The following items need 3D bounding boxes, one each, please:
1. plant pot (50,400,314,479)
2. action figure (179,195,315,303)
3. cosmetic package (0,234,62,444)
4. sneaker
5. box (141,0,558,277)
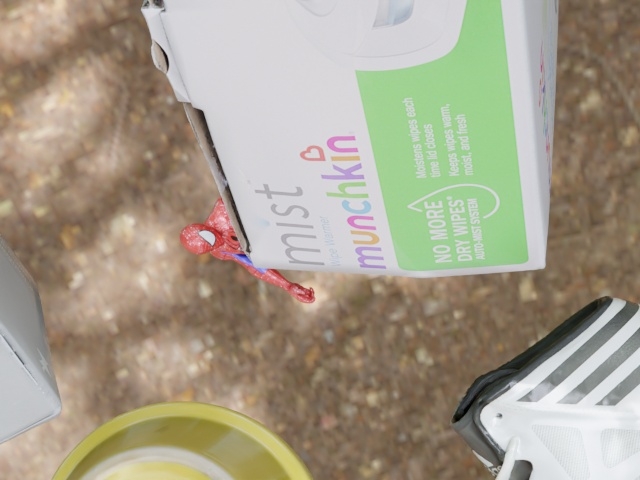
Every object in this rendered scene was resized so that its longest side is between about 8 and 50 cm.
[{"bbox_3d":[-0.120,0.252,1.391,0.254,0.239,0.254,0,81,3],"label":"plant pot"},{"bbox_3d":[0.000,0.000,1.657,0.280,0.091,0.139,-9,46,-35],"label":"action figure"},{"bbox_3d":[-0.228,0.051,0.624,0.238,0.127,0.107,-28,35,-2],"label":"cosmetic package"},{"bbox_3d":[0.208,0.257,1.492,0.258,0.169,0.447,23,91,2],"label":"sneaker"},{"bbox_3d":[0.018,-0.152,0.617,0.127,0.262,0.231,0,56,10],"label":"box"}]
